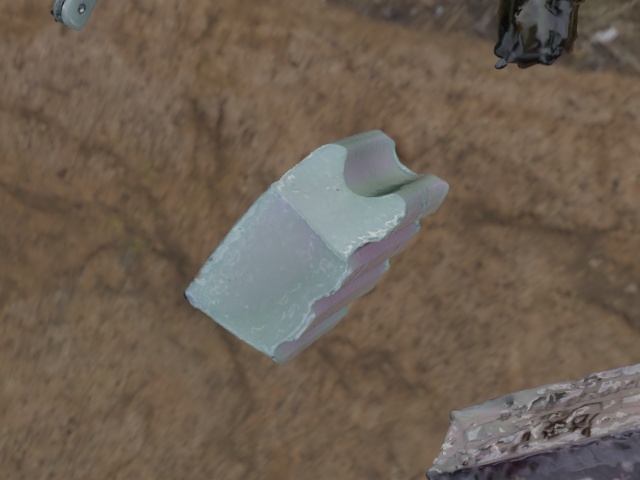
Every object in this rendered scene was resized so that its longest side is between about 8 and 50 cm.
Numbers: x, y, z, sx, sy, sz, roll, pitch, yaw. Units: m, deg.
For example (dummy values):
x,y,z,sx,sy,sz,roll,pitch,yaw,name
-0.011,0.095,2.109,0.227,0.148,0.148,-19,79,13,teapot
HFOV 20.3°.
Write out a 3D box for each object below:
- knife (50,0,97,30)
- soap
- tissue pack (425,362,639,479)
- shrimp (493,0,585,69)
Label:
x,y,z,sx,sy,sz,roll,pitch,yaw,name
-0.175,-0.249,1.460,0.023,0.044,0.162,25,88,26,knife
0.000,0.000,1.309,0.091,0.230,0.145,40,106,8,soap
0.185,0.179,0.962,0.235,0.173,0.073,60,30,-21,tissue pack
0.045,-0.259,0.825,0.233,0.071,0.364,-2,101,15,shrimp
